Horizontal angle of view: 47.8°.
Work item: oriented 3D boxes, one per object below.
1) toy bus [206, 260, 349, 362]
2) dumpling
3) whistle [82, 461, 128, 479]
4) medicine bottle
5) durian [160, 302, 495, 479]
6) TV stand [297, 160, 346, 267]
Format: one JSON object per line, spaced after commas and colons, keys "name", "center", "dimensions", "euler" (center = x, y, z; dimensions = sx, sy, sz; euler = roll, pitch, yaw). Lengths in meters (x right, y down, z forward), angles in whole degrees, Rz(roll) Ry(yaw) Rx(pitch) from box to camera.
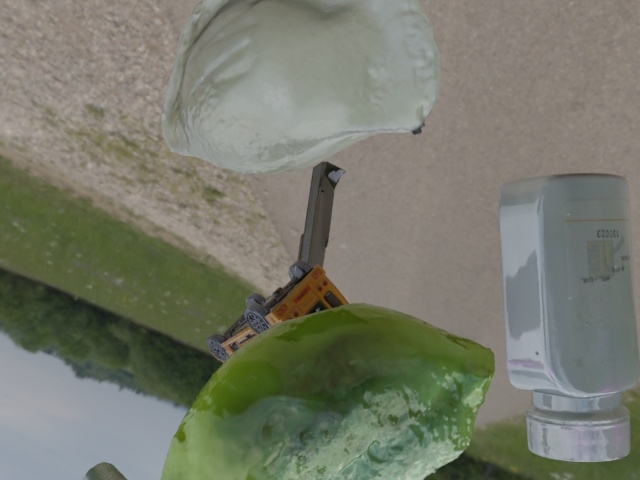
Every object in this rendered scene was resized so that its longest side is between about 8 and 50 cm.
{"name": "toy bus", "center": [-0.046, 0.095, 0.763], "dimensions": [0.088, 0.083, 0.194], "euler": [47, 149, -4]}
{"name": "dumpling", "center": [-0.035, -0.132, 0.533], "dimensions": [0.126, 0.166, 0.216], "euler": [-8, -176, -37]}
{"name": "whistle", "center": [-0.240, 0.308, 0.838], "dimensions": [0.062, 0.062, 0.312], "euler": [29, 162, -18]}
{"name": "medicine bottle", "center": [0.272, 0.079, 0.783], "dimensions": [0.161, 0.296, 0.111], "euler": [-3, 178, -34]}
{"name": "durian", "center": [0.001, 0.119, 0.496], "dimensions": [0.250, 0.139, 0.101], "euler": [-14, 162, -12]}
{"name": "TV stand", "center": [0.000, 0.000, 1.089], "dimensions": [0.049, 0.256, 0.040], "euler": [24, 149, -28]}
